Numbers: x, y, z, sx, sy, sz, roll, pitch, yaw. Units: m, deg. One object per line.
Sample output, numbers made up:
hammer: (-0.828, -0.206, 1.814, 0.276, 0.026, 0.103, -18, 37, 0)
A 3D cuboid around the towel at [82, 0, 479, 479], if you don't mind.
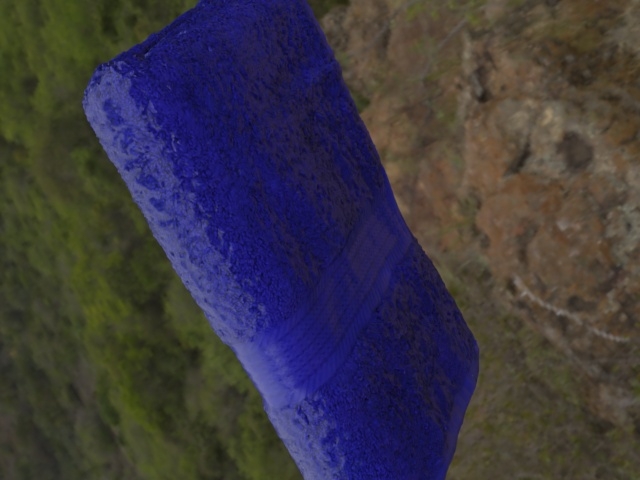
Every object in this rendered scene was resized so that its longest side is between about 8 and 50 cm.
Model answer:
towel: (0.000, 0.000, 0.621, 0.076, 0.227, 0.308, -23, 108, 24)
